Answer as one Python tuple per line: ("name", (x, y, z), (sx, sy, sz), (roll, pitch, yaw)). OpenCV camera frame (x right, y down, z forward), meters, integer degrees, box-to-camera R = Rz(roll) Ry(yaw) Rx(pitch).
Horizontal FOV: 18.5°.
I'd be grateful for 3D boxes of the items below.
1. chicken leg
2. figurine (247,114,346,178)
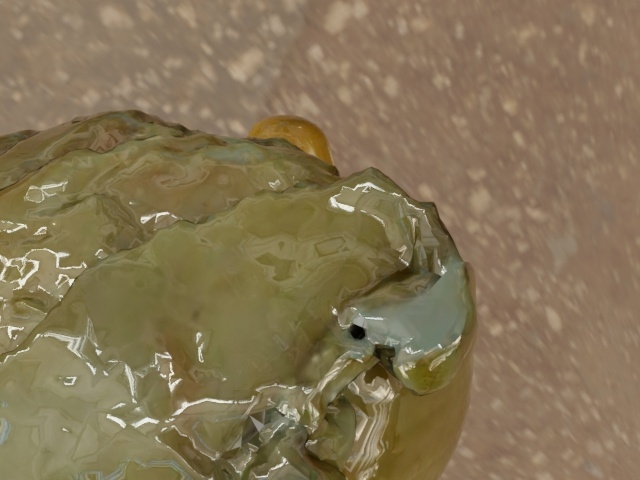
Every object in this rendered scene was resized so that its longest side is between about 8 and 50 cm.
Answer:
("chicken leg", (-0.157, 0.092, 0.536), (0.429, 0.152, 0.201), (-24, 38, -5))
("figurine", (0.001, -0.003, 1.176), (0.121, 0.122, 0.176), (-4, 63, -32))
